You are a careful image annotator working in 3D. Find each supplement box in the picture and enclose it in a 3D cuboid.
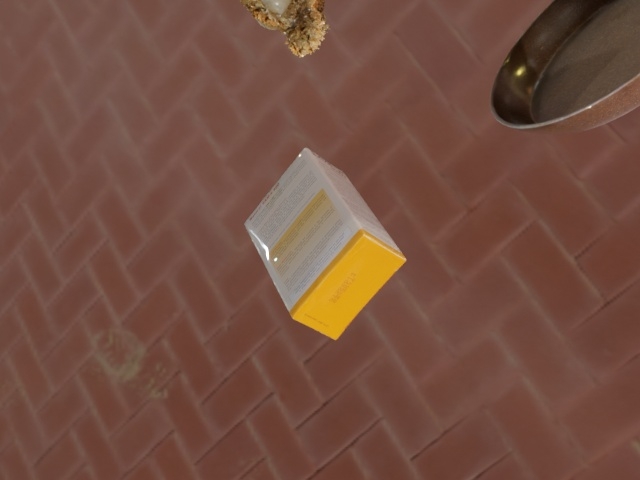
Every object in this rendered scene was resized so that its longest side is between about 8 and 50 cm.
[{"bbox_3d":[0.000,0.000,0.542,0.062,0.036,0.098,-50,37,15],"label":"supplement box"}]

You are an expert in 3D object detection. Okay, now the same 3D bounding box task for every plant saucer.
[{"bbox_3d":[0.176,-0.121,0.569,0.168,0.029,0.168,-39,23,21],"label":"plant saucer"}]

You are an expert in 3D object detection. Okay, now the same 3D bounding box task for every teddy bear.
[{"bbox_3d":[-0.085,-0.385,1.497,0.245,0.338,0.113,35,106,-12],"label":"teddy bear"}]
